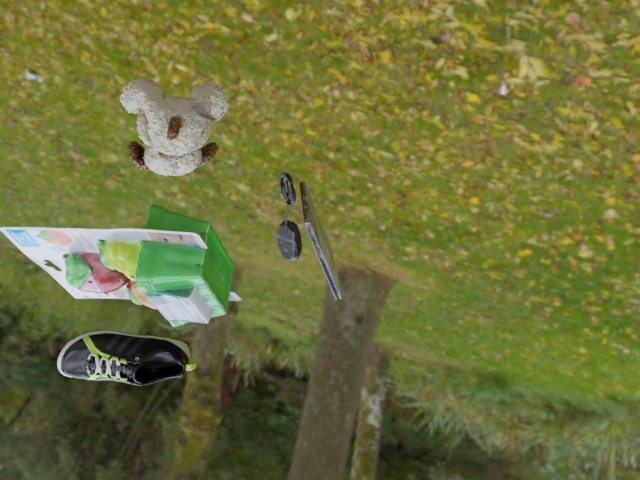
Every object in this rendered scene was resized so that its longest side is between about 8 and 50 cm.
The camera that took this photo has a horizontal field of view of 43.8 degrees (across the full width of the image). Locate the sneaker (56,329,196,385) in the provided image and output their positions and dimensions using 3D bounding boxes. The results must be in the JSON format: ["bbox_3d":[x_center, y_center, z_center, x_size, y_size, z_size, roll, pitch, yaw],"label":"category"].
[{"bbox_3d":[-0.333,0.204,1.366,0.235,0.084,0.097,-3,-166,-11],"label":"sneaker"}]

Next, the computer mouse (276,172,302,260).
[{"bbox_3d":[-0.076,-0.060,2.039,0.041,0.242,0.071,-21,-148,-38],"label":"computer mouse"}]

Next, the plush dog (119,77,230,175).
[{"bbox_3d":[-0.351,-0.247,1.928,0.262,0.210,0.225,0,139,-11],"label":"plush dog"}]

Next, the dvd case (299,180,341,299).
[{"bbox_3d":[0.000,0.000,1.755,0.018,0.164,0.221,-17,125,6],"label":"dvd case"}]

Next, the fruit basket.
[{"bbox_3d":[-0.348,0.061,1.449,0.353,0.165,0.327,-4,154,6],"label":"fruit basket"}]
